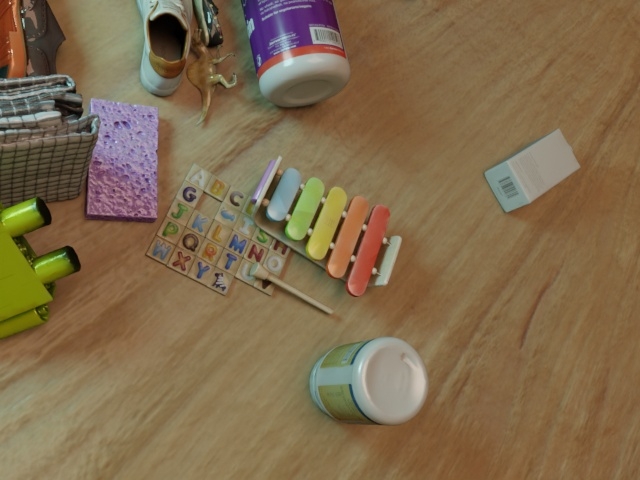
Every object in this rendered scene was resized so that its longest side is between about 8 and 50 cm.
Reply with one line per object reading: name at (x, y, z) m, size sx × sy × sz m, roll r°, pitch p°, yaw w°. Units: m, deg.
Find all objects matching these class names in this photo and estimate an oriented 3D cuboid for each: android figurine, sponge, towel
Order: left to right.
android figurine at (-0.489, 0.041, 0.861) m, size 0.272 × 0.056 × 0.248 m, roll -23°, pitch 122°, yaw -2°
towel at (-0.478, -0.136, 0.886) m, size 0.283 × 0.235 × 0.121 m, roll -16°, pitch 78°, yaw -31°
sponge at (-0.341, -0.136, 1.073) m, size 0.117 × 0.031 × 0.210 m, roll 4°, pitch 74°, yaw -27°

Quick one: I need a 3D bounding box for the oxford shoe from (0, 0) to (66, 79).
oxford shoe at (-0.486, -0.367, 1.040) m, size 0.098 × 0.097 × 0.271 m, roll 6°, pitch 77°, yaw -47°

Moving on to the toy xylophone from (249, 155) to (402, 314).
toy xylophone at (0.000, 0.000, 1.180) m, size 0.322 × 0.081 × 0.236 m, roll 25°, pitch 64°, yaw -23°

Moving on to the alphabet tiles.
alphabet tiles at (-0.170, -0.003, 1.141) m, size 0.237 × 0.009 × 0.198 m, roll 30°, pitch 64°, yaw -17°

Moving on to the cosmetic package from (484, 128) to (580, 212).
cosmetic package at (0.517, -0.172, 1.511) m, size 0.231 × 0.085 × 0.117 m, roll -29°, pitch 91°, yaw -33°

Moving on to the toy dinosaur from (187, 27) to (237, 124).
toy dinosaur at (-0.208, -0.310, 1.192) m, size 0.092 × 0.053 × 0.183 m, roll -5°, pitch 90°, yaw -11°

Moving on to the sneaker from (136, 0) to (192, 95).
sneaker at (-0.275, -0.421, 1.137) m, size 0.105 × 0.123 × 0.290 m, roll 1°, pitch 74°, yaw -26°

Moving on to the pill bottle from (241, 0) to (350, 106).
pill bottle at (-0.059, -0.441, 1.222) m, size 0.181 × 0.181 × 0.323 m, roll -7°, pitch 79°, yaw -29°

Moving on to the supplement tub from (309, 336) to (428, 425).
supplement tub at (0.078, 0.249, 1.090) m, size 0.144 × 0.199 × 0.144 m, roll 7°, pitch 73°, yaw -26°

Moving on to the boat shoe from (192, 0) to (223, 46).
boat shoe at (-0.222, -0.445, 1.213) m, size 0.042 × 0.049 × 0.133 m, roll -13°, pitch 89°, yaw -26°
